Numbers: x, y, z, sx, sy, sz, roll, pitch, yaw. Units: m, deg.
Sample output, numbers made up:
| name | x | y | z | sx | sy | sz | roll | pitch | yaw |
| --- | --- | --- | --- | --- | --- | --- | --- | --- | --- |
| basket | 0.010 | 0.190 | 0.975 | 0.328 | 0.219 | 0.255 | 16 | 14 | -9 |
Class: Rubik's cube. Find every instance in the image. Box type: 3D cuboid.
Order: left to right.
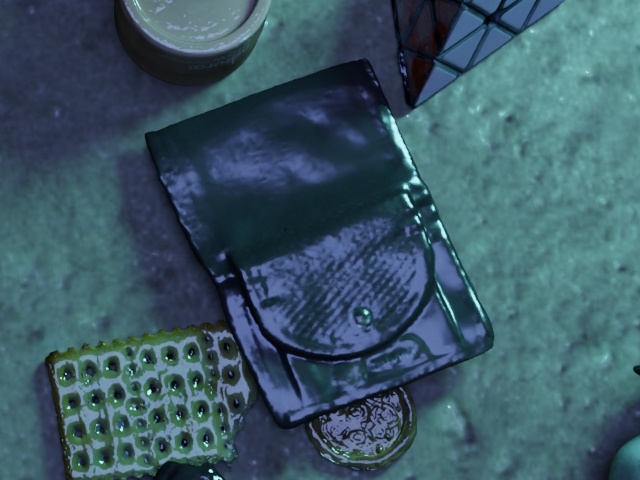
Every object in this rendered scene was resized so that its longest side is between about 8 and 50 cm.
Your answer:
| name | x | y | z | sx | sy | sz | roll | pitch | yaw |
| --- | --- | --- | --- | --- | --- | --- | --- | --- | --- |
| Rubik's cube | 0.167 | -0.225 | 1.740 | 0.178 | 0.211 | 0.190 | 1 | 111 | -28 |

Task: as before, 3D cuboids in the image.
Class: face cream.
| name | x | y | z | sx | sy | sz | roll | pitch | yaw |
| --- | --- | --- | --- | --- | --- | --- | --- | --- | --- |
| face cream | -0.124 | -0.233 | 1.666 | 0.149 | 0.104 | 0.149 | 2 | 79 | -8 |

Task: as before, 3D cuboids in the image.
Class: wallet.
| name | x | y | z | sx | sy | sz | roll | pitch | yaw |
| --- | --- | --- | --- | --- | --- | --- | --- | --- | --- |
| wallet | 0.000 | 0.000 | 1.667 | 0.247 | 0.041 | 0.323 | -21 | 77 | -16 |

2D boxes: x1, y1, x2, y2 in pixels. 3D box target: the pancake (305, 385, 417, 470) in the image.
| name | x | y | z | sx | sy | sz | roll | pitch | yaw |
| --- | --- | --- | --- | --- | --- | --- | --- | --- | --- |
| pancake | 0.038 | 0.168 | 1.658 | 0.115 | 0.011 | 0.115 | 1 | 79 | -6 |

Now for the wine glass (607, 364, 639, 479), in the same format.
| name | x | y | z | sx | sy | sz | roll | pitch | yaw |
| --- | --- | --- | --- | --- | --- | --- | --- | --- | --- |
| wine glass | 0.322 | 0.241 | 1.639 | 0.103 | 0.103 | 0.231 | 14 | 80 | -5 |

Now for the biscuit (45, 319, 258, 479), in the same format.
| name | x | y | z | sx | sy | sz | roll | pitch | yaw |
| --- | --- | --- | --- | --- | --- | --- | --- | --- | --- |
| biscuit | -0.151 | 0.155 | 1.631 | 0.203 | 0.016 | 0.144 | -8 | 80 | -9 |

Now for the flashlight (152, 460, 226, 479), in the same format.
| name | x | y | z | sx | sy | sz | roll | pitch | yaw |
| --- | --- | --- | --- | --- | --- | --- | --- | --- | --- |
| flashlight | -0.213 | 0.382 | 1.538 | 0.103 | 0.103 | 0.424 | 36 | 76 | 0 |
